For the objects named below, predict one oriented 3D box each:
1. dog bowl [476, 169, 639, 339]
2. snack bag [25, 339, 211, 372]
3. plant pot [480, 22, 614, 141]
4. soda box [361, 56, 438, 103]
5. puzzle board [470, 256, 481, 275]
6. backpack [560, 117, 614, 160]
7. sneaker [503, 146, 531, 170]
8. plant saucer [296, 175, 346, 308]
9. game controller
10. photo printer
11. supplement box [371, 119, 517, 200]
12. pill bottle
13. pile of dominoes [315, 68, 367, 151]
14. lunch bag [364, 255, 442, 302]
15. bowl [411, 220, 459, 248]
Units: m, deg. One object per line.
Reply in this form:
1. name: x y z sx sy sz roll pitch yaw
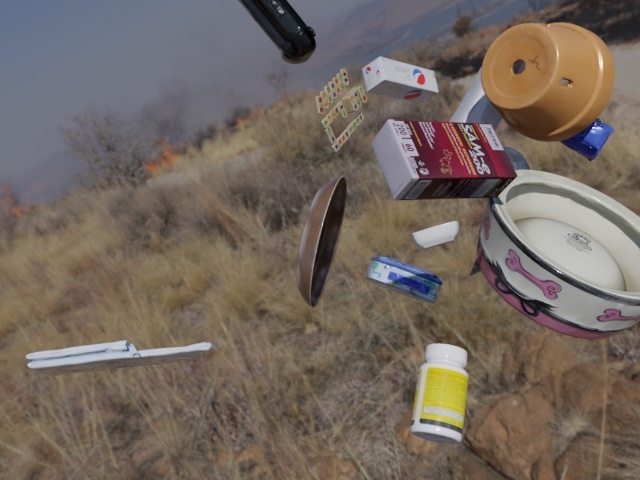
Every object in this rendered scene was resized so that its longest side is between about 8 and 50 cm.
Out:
1. dog bowl: 0.506 0.030 1.287 0.407 0.150 0.408 13 37 -10
2. snack bag: -0.407 0.239 1.295 0.342 0.037 0.323 -3 -14 -19
3. plant pot: 0.526 -0.399 1.520 0.203 0.291 0.290 4 -8 -44
4. soda box: 0.215 -0.425 1.672 0.216 0.069 0.074 -1 -15 -40
5. puzzle board: 0.431 0.042 1.584 0.096 0.011 0.128 -34 7 33
6. backpack: 0.681 -0.281 1.619 0.098 0.120 0.101 -57 -17 4
7. sneaker: 0.567 -0.171 1.773 0.087 0.228 0.092 -38 22 21
8. plant saucer: 0.000 0.000 1.438 0.050 0.311 0.311 12 29 9
9. game controller: -0.125 -0.448 1.104 0.067 0.319 0.166 -40 10 3
10. photo printer: 0.479 -0.401 1.823 0.308 0.107 0.256 -60 3 8
11. supplement box: 0.225 -0.146 1.135 0.239 0.130 0.073 -4 -29 -29
12. pill bottle: 0.281 0.355 1.459 0.119 0.119 0.209 -10 57 42
13. pile of dominoes: 0.078 -0.441 2.082 0.040 0.196 0.251 -5 35 36
14. lunch bag: 0.250 0.117 1.882 0.176 0.218 0.090 148 143 -87
15. bowl: 0.343 -0.012 1.844 0.142 0.053 0.142 -18 -6 11
